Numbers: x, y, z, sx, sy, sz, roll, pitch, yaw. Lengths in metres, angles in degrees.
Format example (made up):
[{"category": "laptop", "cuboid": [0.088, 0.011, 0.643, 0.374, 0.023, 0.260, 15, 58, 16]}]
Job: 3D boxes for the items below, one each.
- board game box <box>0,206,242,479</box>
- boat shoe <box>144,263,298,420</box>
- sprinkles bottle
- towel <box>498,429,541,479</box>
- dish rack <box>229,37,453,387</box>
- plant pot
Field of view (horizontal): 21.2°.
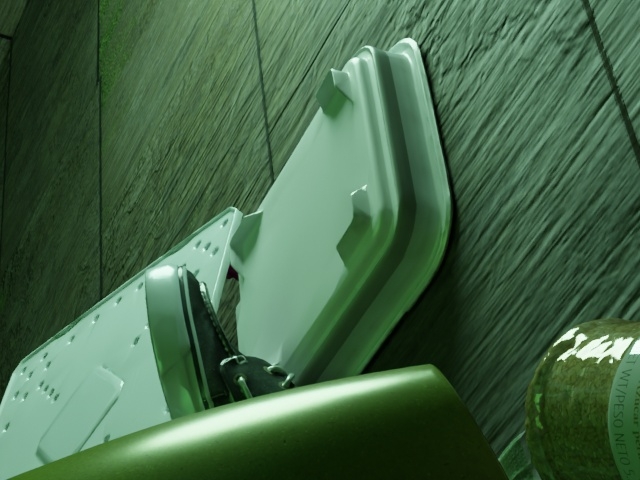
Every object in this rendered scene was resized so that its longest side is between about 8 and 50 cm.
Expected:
[{"category": "board game box", "cuboid": [-0.228, 0.192, 1.731, 0.390, 0.050, 0.390, -35, 27, 33]}, {"category": "boat shoe", "cuboid": [-0.060, 0.160, 1.459, 0.121, 0.119, 0.335, 77, 172, -65]}, {"category": "sprinkles bottle", "cuboid": [0.237, 0.090, 0.840, 0.355, 0.121, 0.121, 167, 116, -66]}, {"category": "towel", "cuboid": [0.130, 0.194, 1.162, 0.152, 0.023, 0.113, -55, 28, 40]}, {"category": "dish rack", "cuboid": [0.000, 0.000, 1.546, 0.285, 0.072, 0.333, -98, 30, -43]}, {"category": "plant pot", "cuboid": [-0.021, 0.210, 1.093, 0.274, 0.293, 0.275, 61, 176, 8]}]
